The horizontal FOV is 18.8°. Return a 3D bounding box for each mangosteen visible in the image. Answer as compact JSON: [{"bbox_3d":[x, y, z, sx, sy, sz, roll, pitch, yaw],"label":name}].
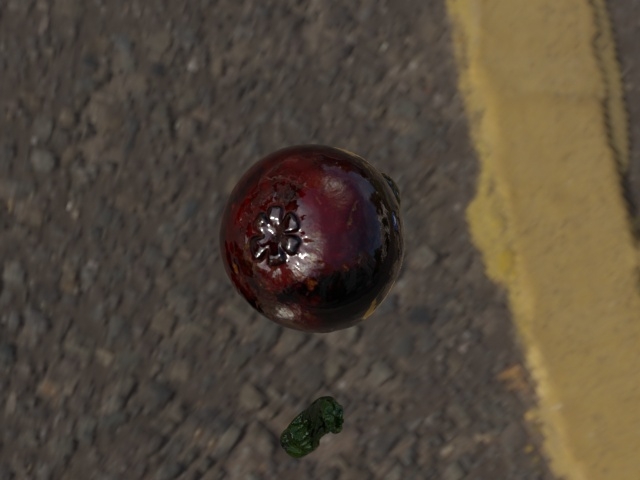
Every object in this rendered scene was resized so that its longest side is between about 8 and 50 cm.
[{"bbox_3d":[-0.001,0.000,0.813,0.081,0.081,0.081,4,72,-12],"label":"mangosteen"}]

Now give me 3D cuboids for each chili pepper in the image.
[{"bbox_3d":[-0.003,0.142,1.482,0.030,0.091,0.034,45,56,-2],"label":"chili pepper"}]
